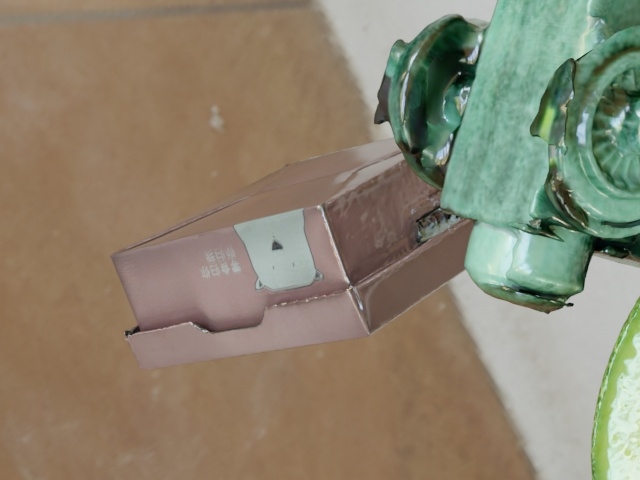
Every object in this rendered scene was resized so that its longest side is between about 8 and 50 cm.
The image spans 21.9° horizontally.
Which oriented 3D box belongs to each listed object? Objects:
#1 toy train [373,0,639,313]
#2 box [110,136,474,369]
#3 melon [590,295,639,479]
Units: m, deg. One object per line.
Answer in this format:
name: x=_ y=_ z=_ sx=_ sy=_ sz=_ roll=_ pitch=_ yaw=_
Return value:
toy train: x=0.149 y=-0.112 z=0.633 sx=0.202 sy=0.120 sz=0.301 roll=13 pitch=91 yaw=-32
box: x=0.000 y=0.000 z=1.112 sx=0.215 sy=0.215 sz=0.086 roll=-30 pitch=103 yaw=-46
melon: x=0.232 y=0.112 z=0.784 sx=0.265 sy=0.169 sz=0.129 roll=54 pitch=13 yaw=7
